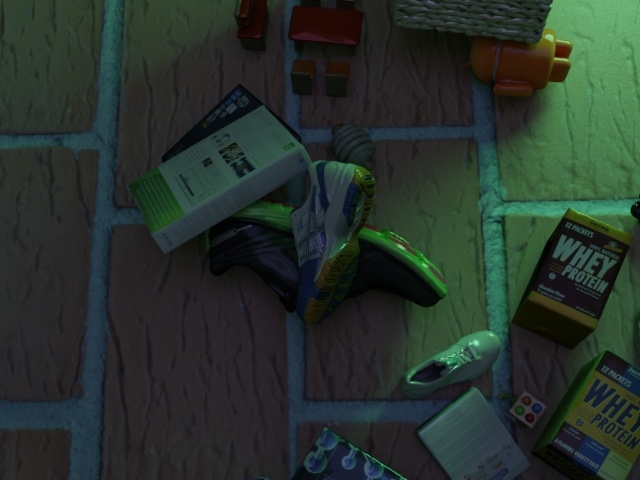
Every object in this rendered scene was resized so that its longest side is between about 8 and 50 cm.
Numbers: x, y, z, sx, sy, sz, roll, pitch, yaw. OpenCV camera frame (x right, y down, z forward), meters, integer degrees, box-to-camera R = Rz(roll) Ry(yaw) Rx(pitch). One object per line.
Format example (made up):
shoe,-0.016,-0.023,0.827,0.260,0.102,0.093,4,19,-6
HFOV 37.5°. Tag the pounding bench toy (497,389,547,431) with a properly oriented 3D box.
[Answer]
pounding bench toy,0.372,0.309,1.766,0.083,0.065,0.052,36,78,13

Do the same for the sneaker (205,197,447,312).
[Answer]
sneaker,0.007,0.051,1.831,0.483,0.185,0.202,15,96,8

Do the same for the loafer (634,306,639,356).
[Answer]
loafer,0.661,0.236,1.761,0.102,0.092,0.268,-10,73,0

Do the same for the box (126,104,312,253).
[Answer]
box,-0.199,-0.123,1.804,0.322,0.058,0.232,-30,35,-6

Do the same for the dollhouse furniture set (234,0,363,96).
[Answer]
dollhouse furniture set,-0.042,-0.456,1.983,0.259,0.135,0.261,5,73,4

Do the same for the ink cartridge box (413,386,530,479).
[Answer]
ink cartridge box,0.285,0.387,1.770,0.145,0.045,0.179,-36,93,-9

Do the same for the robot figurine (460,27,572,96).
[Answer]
robot figurine,0.403,-0.382,1.946,0.220,0.128,0.158,8,109,5

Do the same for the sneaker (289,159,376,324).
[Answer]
sneaker,0.000,0.000,1.703,0.131,0.112,0.296,19,93,28

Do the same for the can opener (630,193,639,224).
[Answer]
can opener,0.696,-0.025,1.859,0.186,0.073,0.059,37,70,3

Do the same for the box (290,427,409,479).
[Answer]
box,0.104,0.556,1.606,0.396,0.212,0.293,29,77,18

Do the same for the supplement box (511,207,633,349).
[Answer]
supplement box,0.468,0.075,1.767,0.129,0.191,0.194,25,75,9

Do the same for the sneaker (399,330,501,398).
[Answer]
sneaker,0.250,0.234,1.780,0.212,0.094,0.080,-28,72,-6

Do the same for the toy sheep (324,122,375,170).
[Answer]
toy sheep,0.066,-0.188,1.924,0.091,0.091,0.132,-35,69,-8

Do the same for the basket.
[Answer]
basket,0.323,-0.590,1.879,0.329,0.266,0.331,9,41,5

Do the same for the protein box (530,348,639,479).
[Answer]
protein box,0.498,0.327,1.683,0.136,0.201,0.199,32,77,12

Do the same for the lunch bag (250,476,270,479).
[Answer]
lunch bag,-0.124,0.471,1.737,0.083,0.071,0.053,-40,74,-10

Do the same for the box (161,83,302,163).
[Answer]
box,-0.181,-0.182,1.946,0.183,0.059,0.233,43,80,13
